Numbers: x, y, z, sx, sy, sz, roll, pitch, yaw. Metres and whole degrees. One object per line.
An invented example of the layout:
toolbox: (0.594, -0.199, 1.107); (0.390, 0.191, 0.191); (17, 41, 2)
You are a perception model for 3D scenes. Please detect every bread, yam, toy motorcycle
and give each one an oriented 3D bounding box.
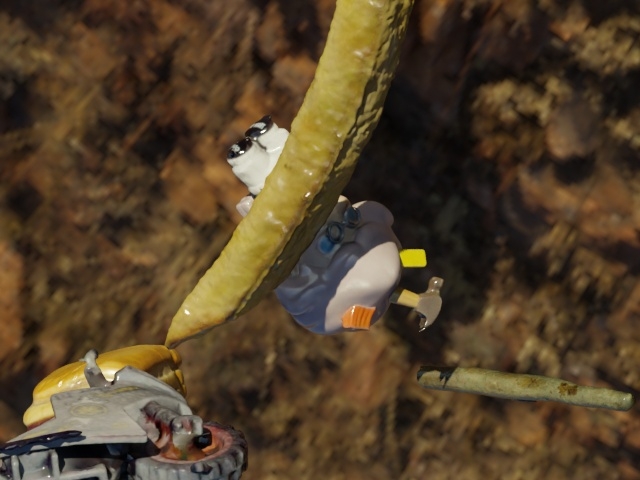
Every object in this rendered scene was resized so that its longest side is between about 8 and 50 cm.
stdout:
bread: (-0.192, 0.140, 1.596); (0.116, 0.200, 0.077); (-14, 89, 10)
yam: (0.181, 0.133, 1.611); (0.234, 0.027, 0.029); (4, 102, 43)
toy motorcycle: (-0.152, 0.119, 1.014); (0.122, 0.215, 0.080); (-133, 36, -67)

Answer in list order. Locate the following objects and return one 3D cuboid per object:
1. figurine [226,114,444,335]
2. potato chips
figurine: (0.000, 0.000, 1.528); (0.112, 0.137, 0.229); (-18, 116, 45)
potato chips: (-0.008, -0.079, 1.381); (0.080, 0.057, 0.407); (29, 107, 14)
